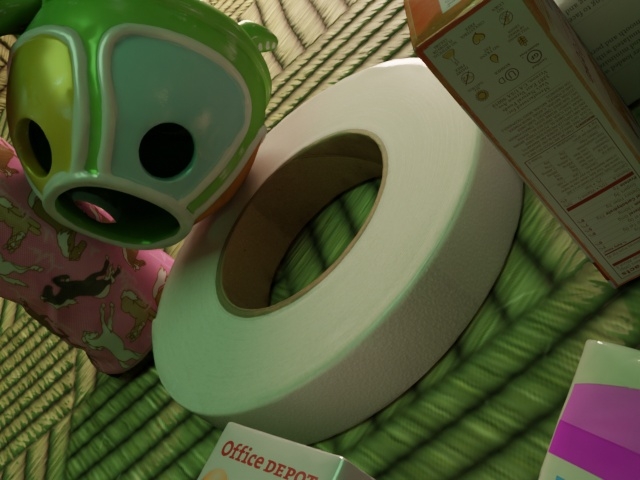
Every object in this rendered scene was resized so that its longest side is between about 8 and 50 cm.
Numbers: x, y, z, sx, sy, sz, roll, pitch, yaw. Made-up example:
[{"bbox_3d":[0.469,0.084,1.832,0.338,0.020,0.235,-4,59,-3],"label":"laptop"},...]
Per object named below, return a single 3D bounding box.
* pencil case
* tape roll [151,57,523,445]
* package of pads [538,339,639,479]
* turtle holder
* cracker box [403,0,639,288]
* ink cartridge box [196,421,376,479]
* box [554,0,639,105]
[{"bbox_3d":[-0.329,-0.008,0.879,0.167,0.386,0.160,-43,30,13],"label":"pencil case"},{"bbox_3d":[0.000,0.000,0.762,0.392,0.072,0.392,-32,35,26],"label":"tape roll"},{"bbox_3d":[0.166,0.174,0.249,0.296,0.101,0.229,11,79,66],"label":"package of pads"},{"bbox_3d":[-0.196,-0.134,0.789,0.243,0.320,0.227,-9,60,27],"label":"turtle holder"},{"bbox_3d":[0.143,-0.098,0.528,0.067,0.232,0.156,-32,35,24],"label":"cracker box"},{"bbox_3d":[-0.021,0.219,0.490,0.128,0.127,0.176,-1,54,52],"label":"ink cartridge box"},{"bbox_3d":[0.225,-0.209,0.658,0.181,0.119,0.182,-34,33,23],"label":"box"}]
